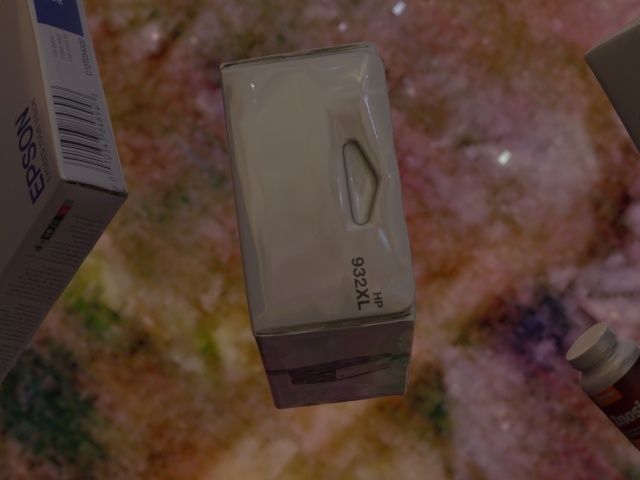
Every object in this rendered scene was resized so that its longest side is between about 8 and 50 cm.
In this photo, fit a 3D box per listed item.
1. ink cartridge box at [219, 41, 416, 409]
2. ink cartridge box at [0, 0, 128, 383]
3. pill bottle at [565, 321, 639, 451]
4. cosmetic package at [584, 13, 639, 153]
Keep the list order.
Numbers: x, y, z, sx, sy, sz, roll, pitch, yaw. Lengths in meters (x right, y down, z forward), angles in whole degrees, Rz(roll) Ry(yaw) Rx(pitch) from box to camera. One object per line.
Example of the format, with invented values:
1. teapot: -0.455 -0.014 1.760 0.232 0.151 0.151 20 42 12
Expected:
1. ink cartridge box: 0.000 0.000 1.420 0.307 0.129 0.223 85 -3 -74
2. ink cartridge box: -0.293 -0.047 1.499 0.071 0.330 0.324 16 38 -33
3. pill bottle: 0.361 0.172 2.023 0.152 0.086 0.086 46 -7 -7
4. cosmetic package: 0.542 -0.161 1.612 0.394 0.327 0.329 -26 -84 45
